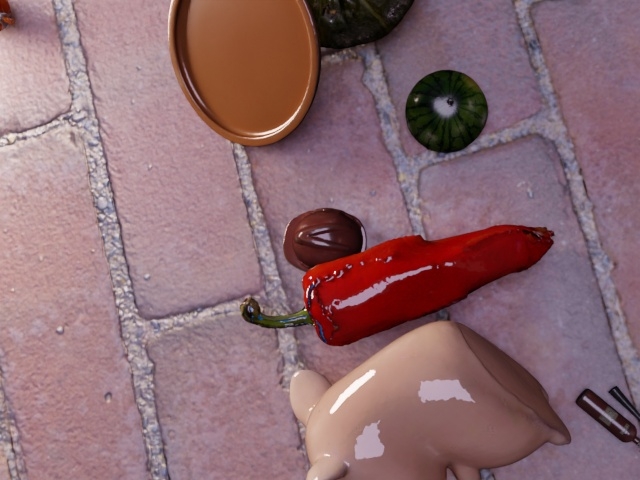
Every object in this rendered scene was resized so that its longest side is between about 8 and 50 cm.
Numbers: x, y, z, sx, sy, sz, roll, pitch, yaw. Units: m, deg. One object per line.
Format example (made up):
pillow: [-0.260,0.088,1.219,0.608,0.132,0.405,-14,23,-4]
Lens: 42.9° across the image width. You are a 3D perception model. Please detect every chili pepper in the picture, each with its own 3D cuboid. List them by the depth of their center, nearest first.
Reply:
chili pepper: [0.095,0.050,0.985,0.387,0.110,0.110,-19,80,7]

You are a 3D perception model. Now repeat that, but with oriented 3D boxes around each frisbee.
frisbee: [-0.099,-0.242,1.029,0.251,0.021,0.251,17,119,33]

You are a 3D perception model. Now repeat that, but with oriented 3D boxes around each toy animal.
toy animal: [0.116,0.206,0.931,0.256,0.195,0.213,-38,117,10]

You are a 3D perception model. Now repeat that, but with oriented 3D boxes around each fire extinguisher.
fire extinguisher: [0.353,0.206,0.957,0.100,0.032,0.046,39,58,13]

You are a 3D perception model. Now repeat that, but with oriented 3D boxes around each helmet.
helmet: [0.000,0.000,1.031,0.111,0.057,0.089,-2,86,11]

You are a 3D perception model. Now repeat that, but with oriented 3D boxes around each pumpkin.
pumpkin: [0.020,-0.350,1.015,0.224,0.157,0.223,2,98,16]

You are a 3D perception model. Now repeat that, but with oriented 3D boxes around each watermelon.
watermelon: [0.155,-0.164,1.016,0.105,0.062,0.105,0,88,13]

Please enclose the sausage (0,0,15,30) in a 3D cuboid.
sausage: [-0.535,-0.356,1.171,0.234,0.071,0.071,25,89,12]
